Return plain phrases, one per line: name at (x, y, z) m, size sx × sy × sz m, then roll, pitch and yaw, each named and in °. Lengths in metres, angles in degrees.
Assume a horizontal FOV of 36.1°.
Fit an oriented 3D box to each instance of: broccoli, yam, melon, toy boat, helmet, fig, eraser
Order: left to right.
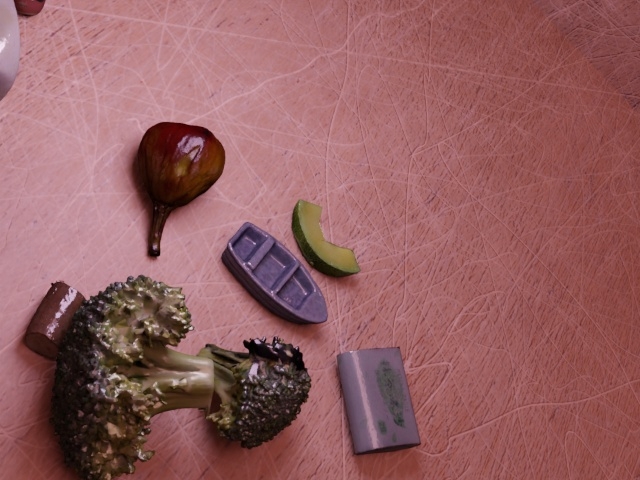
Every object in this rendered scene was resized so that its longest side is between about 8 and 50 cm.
helmet at (-0.625, -0.509, 2.118) m, size 0.065 × 0.049 × 0.084 m, roll 16°, pitch 25°, yaw 11°
yam at (-0.505, 0.150, 1.874) m, size 0.084 × 0.084 × 0.127 m, roll 34°, pitch 51°, yaw -17°
broccoli at (-0.355, 0.239, 1.795) m, size 0.318 × 0.277 × 0.338 m, roll -23°, pitch 76°, yaw -28°
fig at (-0.292, -0.120, 2.089) m, size 0.191 × 0.191 × 0.290 m, roll 11°, pitch 62°, yaw -31°
broccoli at (-0.144, 0.275, 1.979) m, size 0.243 × 0.246 × 0.263 m, roll 22°, pitch 33°, yaw 28°
toy boat at (-0.096, 0.087, 2.186) m, size 0.283 × 0.078 × 0.127 m, roll 45°, pitch 50°, yaw -9°
melon at (0.000, 0.000, 2.304) m, size 0.118 × 0.064 × 0.209 m, roll -16°, pitch 76°, yaw -37°
eraser at (0.131, 0.359, 2.213) m, size 0.174 × 0.081 × 0.226 m, roll 1°, pitch 67°, yaw -35°

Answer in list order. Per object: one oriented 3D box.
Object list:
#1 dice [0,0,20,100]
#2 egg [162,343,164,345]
dice at (-0.761, -0.395, 1.830) m, size 0.304 × 0.277 × 0.304 m, roll -10°, pitch 76°, yaw -40°
egg at (-0.342, 0.152, 1.968) m, size 0.103 × 0.103 × 0.135 m, roll -20°, pitch 79°, yaw -39°
